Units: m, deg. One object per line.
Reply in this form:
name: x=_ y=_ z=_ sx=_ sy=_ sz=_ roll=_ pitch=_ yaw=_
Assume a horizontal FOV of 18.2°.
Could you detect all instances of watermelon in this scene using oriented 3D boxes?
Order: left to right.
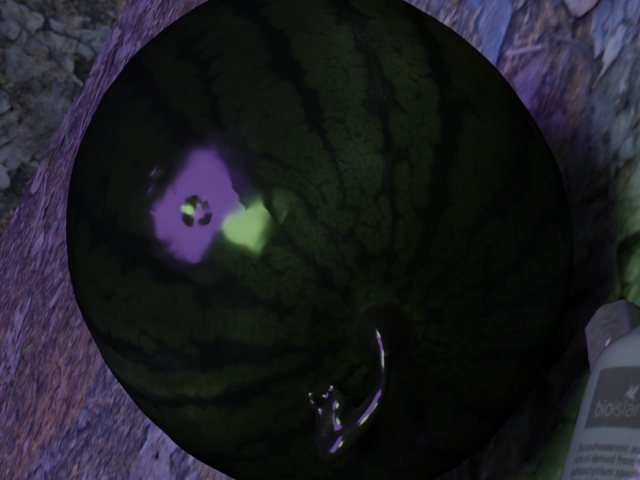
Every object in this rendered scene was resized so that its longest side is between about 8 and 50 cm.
watermelon: x=0.000 y=0.000 z=1.109 sx=0.279 sy=0.278 sz=0.359 roll=-62 pitch=19 yaw=13

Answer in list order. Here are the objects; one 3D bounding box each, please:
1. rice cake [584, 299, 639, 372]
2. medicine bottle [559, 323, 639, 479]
rice cake: x=0.153 y=0.111 z=0.931 sx=0.036 sy=0.047 sz=0.207 roll=-44 pitch=30 yaw=34
medicine bottle: x=0.164 y=0.094 z=0.786 sx=0.135 sy=0.135 sz=0.215 roll=-16 pitch=54 yaw=65
